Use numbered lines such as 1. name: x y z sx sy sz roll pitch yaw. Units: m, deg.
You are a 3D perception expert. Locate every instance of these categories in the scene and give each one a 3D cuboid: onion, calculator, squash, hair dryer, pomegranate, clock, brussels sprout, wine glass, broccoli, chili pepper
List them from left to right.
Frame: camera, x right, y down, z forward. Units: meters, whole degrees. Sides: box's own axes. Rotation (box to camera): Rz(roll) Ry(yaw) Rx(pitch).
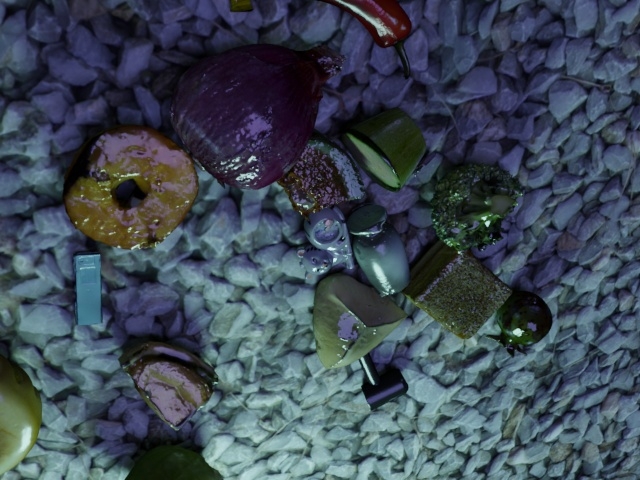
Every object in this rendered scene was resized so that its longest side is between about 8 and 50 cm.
1. calculator: -0.480 0.100 1.493 0.057 0.018 0.172 -3 117 -18
2. brussels sprout: -0.346 0.595 1.684 0.244 0.244 0.244 -9 118 -16
3. onion: -0.107 -0.245 1.325 0.349 0.159 0.267 -38 108 10
4. clock: 0.000 0.000 1.584 0.117 0.080 0.176 -19 122 -10
5. chili pepper: 0.047 -0.445 1.374 0.368 0.092 0.137 22 113 -22
6. hair dryer: 0.131 0.301 1.807 0.114 0.070 0.248 -25 113 -5
7. wine glass: 0.132 0.023 1.625 0.111 0.111 0.204 -27 121 -6
8. squash: 0.138 -0.190 1.497 0.123 0.170 0.170 -38 123 -13
9. broccoli: 0.352 -0.076 1.618 0.226 0.176 0.197 -2 100 1
10. pomegranate: 0.508 0.213 1.846 0.149 0.148 0.169 20 106 -28

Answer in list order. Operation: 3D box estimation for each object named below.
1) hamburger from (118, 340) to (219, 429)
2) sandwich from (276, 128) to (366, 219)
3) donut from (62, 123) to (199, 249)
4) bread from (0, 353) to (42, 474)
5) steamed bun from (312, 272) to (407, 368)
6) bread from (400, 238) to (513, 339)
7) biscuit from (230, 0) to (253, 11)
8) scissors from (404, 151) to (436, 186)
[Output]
1. hamburger: -0.341 0.291 1.598 0.155 0.135 0.207 -47 108 -11
2. sandwich: -0.011 -0.149 1.476 0.159 0.079 0.235 -39 110 -17
3. donut: -0.358 -0.104 1.370 0.254 0.118 0.253 -6 122 -10
4. bread: -0.724 0.338 1.443 0.333 0.160 0.333 -10 120 -17
5. steamed bun: 0.067 0.183 1.671 0.231 0.110 0.212 -40 112 -4
6. bread: 0.323 0.116 1.748 0.234 0.110 0.184 38 96 -33
7. biscuit: -0.157 -0.550 1.276 0.048 0.026 0.291 -24 124 -30
8. scissors: 0.209 -0.150 1.534 0.015 0.189 0.100 42 100 0
